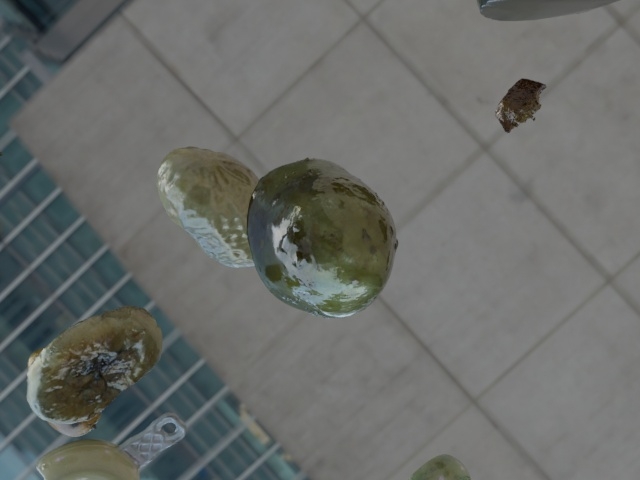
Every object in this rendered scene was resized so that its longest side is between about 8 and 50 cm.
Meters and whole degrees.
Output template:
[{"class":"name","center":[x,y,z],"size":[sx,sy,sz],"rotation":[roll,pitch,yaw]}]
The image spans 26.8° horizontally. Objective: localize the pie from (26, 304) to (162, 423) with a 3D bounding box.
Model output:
[{"class":"pie","center":[-0.335,0.175,1.951],"size":[0.052,0.218,0.185],"rotation":[48,177,38]}]

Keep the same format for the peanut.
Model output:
[{"class":"peanut","center":[-0.156,-0.049,2.195],"size":[0.152,0.152,0.313],"rotation":[52,179,36]}]

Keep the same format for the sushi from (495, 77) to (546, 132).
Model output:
[{"class":"sushi","center":[0.323,-0.216,2.150],"size":[0.060,0.118,0.061],"rotation":[35,167,14]}]

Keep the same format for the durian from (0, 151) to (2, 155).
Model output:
[{"class":"durian","center":[-0.551,-0.107,1.579],"size":[0.384,0.347,0.347],"rotation":[-4,149,37]}]

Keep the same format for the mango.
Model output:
[{"class":"mango","center":[-0.467,0.276,2.470],"size":[0.090,0.115,0.178],"rotation":[-40,-67,-70]}]

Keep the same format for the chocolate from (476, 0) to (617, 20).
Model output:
[{"class":"chocolate","center":[0.412,-0.558,2.373],"size":[0.314,0.326,0.296],"rotation":[-8,-90,-38]}]

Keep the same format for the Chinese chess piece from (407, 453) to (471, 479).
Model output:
[{"class":"Chinese chess piece","center":[0.187,0.425,2.263],"size":[0.058,0.144,0.144],"rotation":[43,-175,28]}]

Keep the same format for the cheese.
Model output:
[{"class":"cheese","center":[-0.298,0.347,1.939],"size":[0.071,0.249,0.163],"rotation":[-118,11,-59]}]

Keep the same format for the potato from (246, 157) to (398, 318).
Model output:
[{"class":"potato","center":[0.000,0.000,1.751],"size":[0.173,0.210,0.307],"rotation":[3,-174,-15]}]
